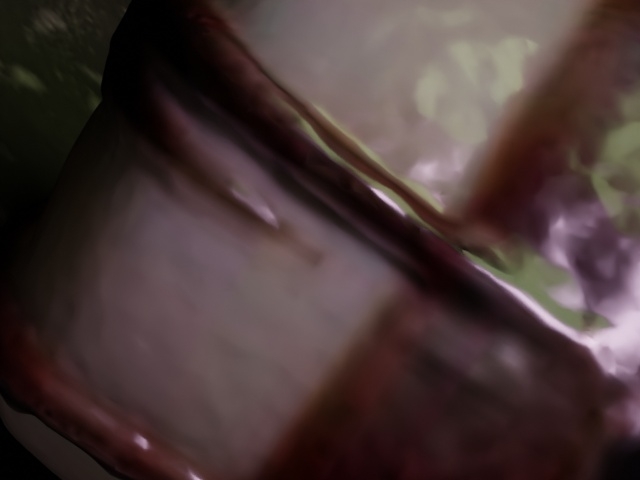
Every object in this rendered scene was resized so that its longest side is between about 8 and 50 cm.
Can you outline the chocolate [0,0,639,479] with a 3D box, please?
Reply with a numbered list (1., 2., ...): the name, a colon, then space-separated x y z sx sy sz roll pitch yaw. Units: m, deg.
1. chocolate: 0.000 0.000 0.503 0.186 0.283 0.283 31 29 -18
